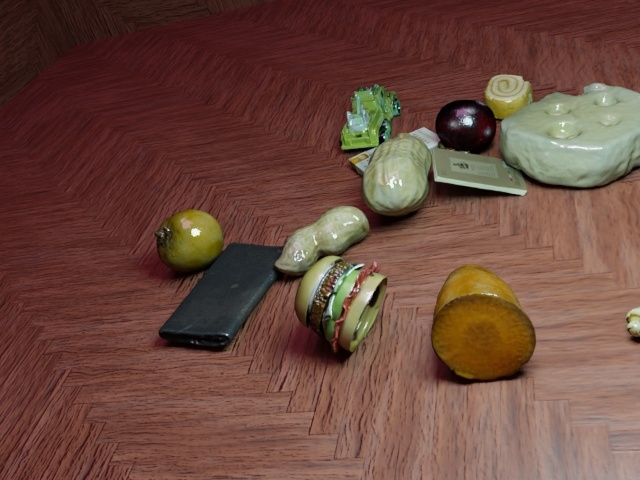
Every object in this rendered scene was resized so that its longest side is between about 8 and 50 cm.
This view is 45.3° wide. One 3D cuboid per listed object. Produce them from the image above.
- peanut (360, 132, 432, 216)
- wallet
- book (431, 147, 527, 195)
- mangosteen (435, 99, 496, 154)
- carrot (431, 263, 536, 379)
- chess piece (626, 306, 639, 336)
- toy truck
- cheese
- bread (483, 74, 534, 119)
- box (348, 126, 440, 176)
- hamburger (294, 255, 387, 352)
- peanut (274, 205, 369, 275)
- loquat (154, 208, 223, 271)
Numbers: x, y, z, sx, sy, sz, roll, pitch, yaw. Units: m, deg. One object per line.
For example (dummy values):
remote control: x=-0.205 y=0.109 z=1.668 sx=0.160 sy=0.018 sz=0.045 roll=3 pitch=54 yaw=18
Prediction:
peanut: x=0.174 y=-0.145 z=1.704 sx=0.152 sy=0.152 sz=0.313 roll=-8 pitch=26 yaw=15
wallet: x=-0.186 y=0.106 z=1.594 sx=0.170 sy=0.044 sz=0.321 roll=1 pitch=33 yaw=26
book: x=0.345 y=-0.153 z=1.685 sx=0.199 sy=0.016 sz=0.138 roll=9 pitch=34 yaw=-2
mangosteen: x=0.343 y=-0.260 z=1.825 sx=0.152 sy=0.152 sz=0.152 roll=-13 pitch=32 yaw=8
carrot: x=0.263 y=0.115 z=1.281 sx=0.159 sy=0.159 sz=0.225 roll=-11 pitch=19 yaw=11
chess piece: x=0.547 y=0.097 z=1.229 sx=0.172 sy=0.060 sz=0.060 roll=-38 pitch=37 yaw=-25
toy truck: x=0.132 y=-0.348 z=2.059 sx=0.128 sy=0.135 sz=0.259 roll=-3 pitch=31 yaw=22
cheese: x=0.556 y=-0.234 z=1.669 sx=0.326 sy=0.115 sz=0.318 roll=0 pitch=36 yaw=16
bread: x=0.486 y=-0.366 z=1.974 sx=0.122 sy=0.073 sz=0.149 roll=3 pitch=38 yaw=21
box: x=0.193 y=-0.216 z=1.916 sx=0.220 sy=0.032 sz=0.122 roll=-25 pitch=32 yaw=-12
hamburger: x=0.028 y=0.105 z=1.354 sx=0.137 sy=0.175 sz=0.175 roll=23 pitch=46 yaw=17
peanut: x=0.000 y=0.001 z=1.622 sx=0.228 sy=0.085 sz=0.104 roll=-30 pitch=36 yaw=-16
loquat: x=-0.292 y=0.001 z=1.710 sx=0.163 sy=0.137 sz=0.163 roll=-4 pitch=-9 yaw=-1
